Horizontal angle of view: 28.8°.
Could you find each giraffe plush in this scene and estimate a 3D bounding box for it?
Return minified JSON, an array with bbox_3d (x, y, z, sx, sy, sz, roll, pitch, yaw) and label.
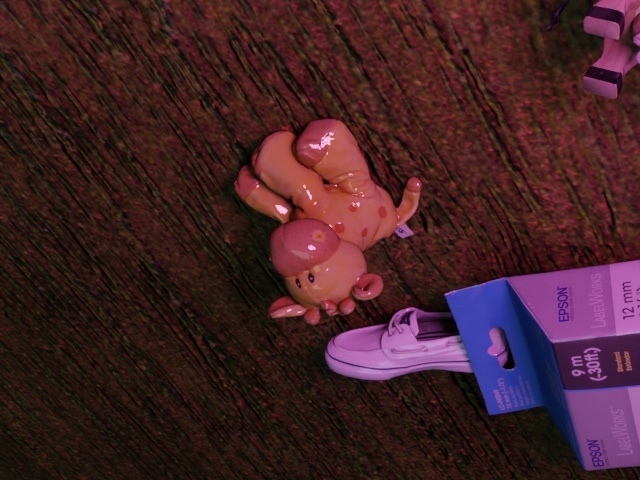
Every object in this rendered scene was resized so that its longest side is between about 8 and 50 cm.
[{"bbox_3d":[0.000,0.000,1.336,0.210,0.170,0.181,29,140,-13],"label":"giraffe plush"}]

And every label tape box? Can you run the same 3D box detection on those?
[{"bbox_3d":[0.334,0.143,1.381,0.348,0.115,0.249,-10,134,15],"label":"label tape box"}]

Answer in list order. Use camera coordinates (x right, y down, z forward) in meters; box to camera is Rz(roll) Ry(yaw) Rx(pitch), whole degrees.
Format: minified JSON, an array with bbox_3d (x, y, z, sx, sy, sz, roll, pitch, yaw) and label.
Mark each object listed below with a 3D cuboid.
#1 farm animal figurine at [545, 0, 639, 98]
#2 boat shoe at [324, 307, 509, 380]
[{"bbox_3d":[0.359,-0.166,1.021,0.327,0.172,0.330,26,150,10],"label":"farm animal figurine"},{"bbox_3d":[0.114,0.114,1.512,0.226,0.083,0.076,-5,126,9],"label":"boat shoe"}]
